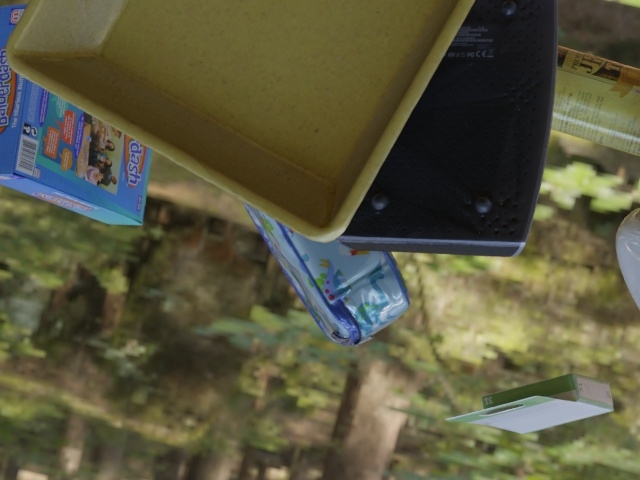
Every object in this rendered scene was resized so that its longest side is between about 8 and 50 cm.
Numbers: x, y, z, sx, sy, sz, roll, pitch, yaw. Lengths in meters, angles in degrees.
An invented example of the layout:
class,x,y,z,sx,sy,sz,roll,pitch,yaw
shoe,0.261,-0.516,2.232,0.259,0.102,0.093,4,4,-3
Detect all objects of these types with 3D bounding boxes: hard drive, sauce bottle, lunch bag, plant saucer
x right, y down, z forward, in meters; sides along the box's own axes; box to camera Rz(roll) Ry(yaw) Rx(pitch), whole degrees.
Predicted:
class,x,y,z,sx,sy,sz,roll,pitch,yaw
hard drive,0.106,-0.101,1.191,0.172,0.255,0.054,2,152,16
sauce bottle,0.318,-0.198,1.921,0.344,0.111,0.111,18,-179,8
lunch bag,0.000,0.000,1.449,0.219,0.090,0.176,58,175,3
plant saucer,-0.033,-0.204,1.152,0.333,0.333,0.081,30,179,21

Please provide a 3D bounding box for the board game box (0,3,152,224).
class,x,y,z,sx,sy,sz,roll,pitch,yaw
board game box,-0.233,-0.113,1.386,0.047,0.160,0.210,1,168,28

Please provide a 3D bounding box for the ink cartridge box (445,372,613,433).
class,x,y,z,sx,sy,sz,roll,pitch,yaw
ink cartridge box,0.321,0.247,2.253,0.171,0.056,0.235,-20,155,35

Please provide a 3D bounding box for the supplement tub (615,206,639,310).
class,x,y,z,sx,sy,sz,roll,pitch,yaw
supplement tub,0.542,-0.001,1.752,0.316,0.228,0.228,-29,-173,-7
